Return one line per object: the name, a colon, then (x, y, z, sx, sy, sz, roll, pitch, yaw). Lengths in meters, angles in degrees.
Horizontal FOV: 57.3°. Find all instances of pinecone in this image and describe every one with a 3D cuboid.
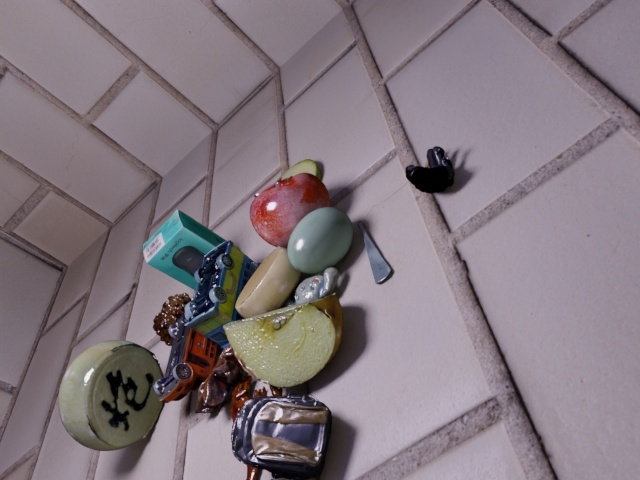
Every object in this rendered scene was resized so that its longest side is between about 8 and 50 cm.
pinecone: (-0.513, 0.283, 2.122, 0.179, 0.150, 0.195, -27, 37, 34)

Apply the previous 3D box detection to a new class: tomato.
tomato: (-0.093, -0.090, 1.905, 0.270, 0.227, 0.270, -25, 16, 8)

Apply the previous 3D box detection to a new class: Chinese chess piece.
Chinese chess piece: (-0.158, 0.138, 1.807, 0.251, 0.097, 0.251, -49, 12, 14)
Chinese chess piece: (-0.668, 0.499, 1.900, 0.146, 0.349, 0.349, -7, 49, 30)

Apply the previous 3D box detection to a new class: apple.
apple: (-0.086, 0.252, 1.564, 0.345, 0.179, 0.254, -17, 34, 27)

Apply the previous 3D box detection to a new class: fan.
fan: (0.150, 0.023, 1.667, 0.057, 0.023, 0.282, -41, 33, 19)

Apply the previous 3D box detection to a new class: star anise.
star anise: (-0.284, 0.409, 1.733, 0.220, 0.098, 0.214, -52, 17, 41)

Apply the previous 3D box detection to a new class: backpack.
backpack: (-0.094, 0.455, 1.373, 0.258, 0.133, 0.206, 3, 58, 18)

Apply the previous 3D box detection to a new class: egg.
egg: (0.000, 0.000, 1.730, 0.231, 0.168, 0.168, -45, 26, -26)

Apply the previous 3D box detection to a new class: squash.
squash: (-0.095, -0.191, 2.197, 0.252, 0.049, 0.252, -30, 37, 26)

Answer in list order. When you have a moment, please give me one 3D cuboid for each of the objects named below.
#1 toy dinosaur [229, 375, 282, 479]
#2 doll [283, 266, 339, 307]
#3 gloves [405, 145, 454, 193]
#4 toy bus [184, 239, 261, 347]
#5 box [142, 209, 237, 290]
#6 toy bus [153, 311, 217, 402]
toy dinosaur: (-0.177, 0.477, 1.528, 0.208, 0.097, 0.432, -55, 23, 23)
doll: (-0.024, 0.155, 1.701, 0.214, 0.071, 0.104, -34, 44, 27)
gloves: (0.310, -0.190, 1.636, 0.129, 0.106, 0.181, -34, 6, 23)
toy bus: (-0.315, 0.173, 1.942, 0.152, 0.190, 0.312, -31, 36, 30)
box: (-0.463, 0.054, 2.148, 0.205, 0.311, 0.118, -42, 41, 13)
toy bus: (-0.418, 0.370, 1.893, 0.143, 0.153, 0.329, -41, 31, 34)
